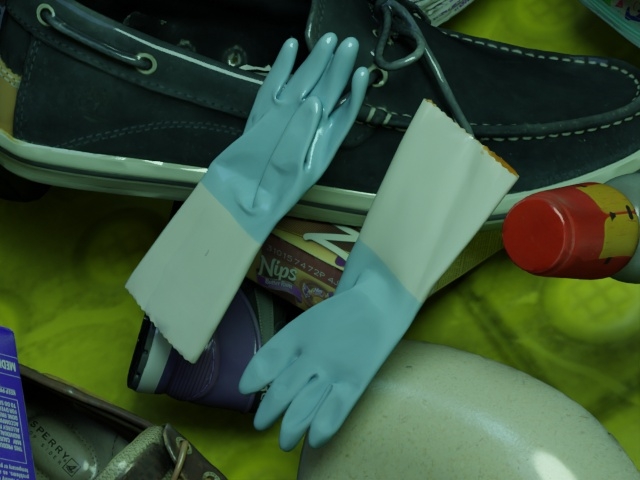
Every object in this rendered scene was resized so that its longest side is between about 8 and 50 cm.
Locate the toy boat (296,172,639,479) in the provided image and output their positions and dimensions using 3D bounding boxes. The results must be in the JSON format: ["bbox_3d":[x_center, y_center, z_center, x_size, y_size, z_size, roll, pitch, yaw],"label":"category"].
[{"bbox_3d":[0.128,0.110,0.873,0.267,0.148,0.318,31,111,35],"label":"toy boat"}]

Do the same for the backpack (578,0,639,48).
[{"bbox_3d":[0.281,-0.235,1.050,0.253,0.191,0.225,-3,40,-43],"label":"backpack"}]

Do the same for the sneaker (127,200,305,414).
[{"bbox_3d":[-0.056,0.013,1.086,0.124,0.107,0.283,17,49,-9],"label":"sneaker"}]

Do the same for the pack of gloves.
[{"bbox_3d":[0.000,0.000,0.892,0.195,0.046,0.232,46,110,33],"label":"pack of gloves"}]

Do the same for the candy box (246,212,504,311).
[{"bbox_3d":[0.046,-0.007,1.031,0.109,0.053,0.186,29,38,30],"label":"candy box"}]

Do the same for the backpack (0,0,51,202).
[{"bbox_3d":[-0.340,-0.196,1.216,0.355,0.273,0.290,20,70,6],"label":"backpack"}]

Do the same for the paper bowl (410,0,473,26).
[{"bbox_3d":[0.024,-0.268,1.206,0.284,0.148,0.284,-7,55,10],"label":"paper bowl"}]

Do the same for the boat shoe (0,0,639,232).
[{"bbox_3d":[0.015,-0.116,1.006,0.500,0.156,0.187,5,32,-6],"label":"boat shoe"}]

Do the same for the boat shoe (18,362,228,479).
[{"bbox_3d":[-0.118,0.181,0.952,0.342,0.123,0.123,35,71,32],"label":"boat shoe"}]

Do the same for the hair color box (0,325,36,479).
[{"bbox_3d":[-0.267,0.230,0.903,0.185,0.110,0.339,-28,59,26],"label":"hair color box"}]
